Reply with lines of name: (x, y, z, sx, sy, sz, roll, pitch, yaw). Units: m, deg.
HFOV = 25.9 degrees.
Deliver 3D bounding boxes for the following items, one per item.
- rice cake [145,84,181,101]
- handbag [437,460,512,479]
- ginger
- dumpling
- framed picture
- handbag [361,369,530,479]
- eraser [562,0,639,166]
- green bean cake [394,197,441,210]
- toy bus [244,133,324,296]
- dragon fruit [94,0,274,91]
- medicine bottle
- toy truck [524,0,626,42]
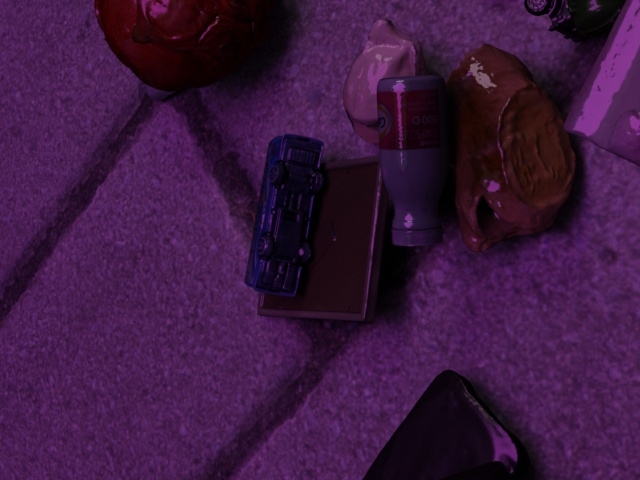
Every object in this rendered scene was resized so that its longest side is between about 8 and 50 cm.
rice cake: (-0.280, -0.360, 2.455, 0.085, 0.040, 0.226, -25, 64, 41)
handbag: (0.176, 0.403, 1.731, 0.247, 0.080, 0.223, -26, 96, 30)
ginger: (0.224, -0.119, 1.825, 0.221, 0.130, 0.275, -2, 81, 57)
dumpling: (0.100, -0.217, 1.985, 0.136, 0.118, 0.199, 33, 135, 30)
framed picture: (0.000, 0.000, 2.053, 0.324, 0.020, 0.240, -4, 78, 60)
handbag: (0.139, 0.345, 1.847, 0.191, 0.075, 0.332, 49, 117, 38)
eraser: (0.452, -0.234, 1.499, 0.122, 0.272, 0.359, 38, 109, 44)
green bean cake: (0.131, -0.100, 1.916, 0.135, 0.056, 0.135, -160, 66, -86)
toy bus: (-0.058, -0.039, 2.066, 0.094, 0.079, 0.236, 9, 89, 63)
dragon fruit: (-0.221, -0.378, 2.233, 0.343, 0.277, 0.277, -20, 68, 41)
medicine bottle: (0.121, -0.103, 1.801, 0.090, 0.090, 0.216, 5, 101, 47)
toy truck: (0.324, -0.371, 1.789, 0.125, 0.101, 0.242, -24, 67, 36)
